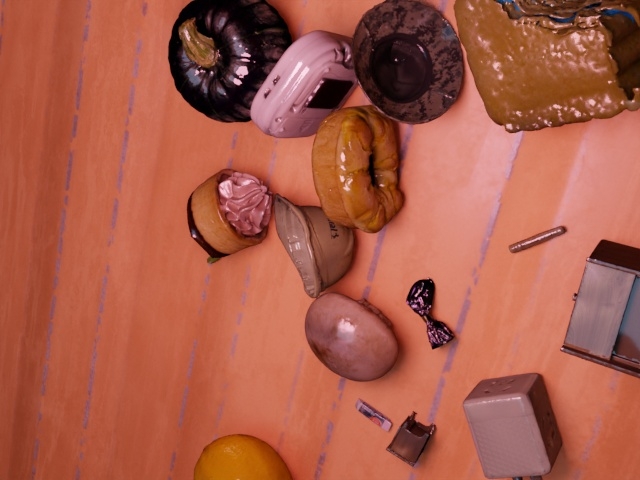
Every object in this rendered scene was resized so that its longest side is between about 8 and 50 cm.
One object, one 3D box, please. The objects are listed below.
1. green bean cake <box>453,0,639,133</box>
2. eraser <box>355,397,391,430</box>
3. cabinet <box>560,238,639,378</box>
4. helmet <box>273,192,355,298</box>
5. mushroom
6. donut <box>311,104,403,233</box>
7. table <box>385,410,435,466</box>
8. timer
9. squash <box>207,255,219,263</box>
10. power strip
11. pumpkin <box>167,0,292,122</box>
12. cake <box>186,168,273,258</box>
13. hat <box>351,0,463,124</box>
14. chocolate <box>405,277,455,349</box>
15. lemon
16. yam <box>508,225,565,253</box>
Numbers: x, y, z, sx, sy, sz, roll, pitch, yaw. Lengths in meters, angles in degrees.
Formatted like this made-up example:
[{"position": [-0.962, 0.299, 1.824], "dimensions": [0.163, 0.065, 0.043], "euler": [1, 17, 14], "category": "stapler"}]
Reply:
[{"position": [0.414, -0.358, 1.132], "dimensions": [0.310, 0.202, 0.285], "euler": [6, 125, 50], "category": "green bean cake"}, {"position": [0.123, 0.409, 1.560], "dimensions": [0.099, 0.019, 0.027], "euler": [31, 112, 20], "category": "eraser"}, {"position": [0.527, 0.110, 1.172], "dimensions": [0.148, 0.215, 0.175], "euler": [17, 107, 25], "category": "cabinet"}, {"position": [0.002, -0.004, 1.492], "dimensions": [0.204, 0.137, 0.257], "euler": [95, 153, -53], "category": "helmet"}, {"position": [0.071, 0.204, 1.469], "dimensions": [0.226, 0.178, 0.226], "euler": [25, 152, 14], "category": "mushroom"}, {"position": [0.074, -0.145, 1.373], "dimensions": [0.128, 0.208, 0.261], "euler": [3, 111, 34], "category": "donut"}, {"position": [0.204, 0.438, 1.486], "dimensions": [0.070, 0.083, 0.082], "euler": [28, 104, 19], "category": "table"}, {"position": [-0.018, -0.313, 1.371], "dimensions": [0.087, 0.262, 0.237], "euler": [48, 117, 13], "category": "timer"}, {"position": [-0.262, 0.035, 1.705], "dimensions": [0.089, 0.027, 0.027], "euler": [-41, 79, 30], "category": "squash"}, {"position": [0.396, 0.398, 1.339], "dimensions": [0.139, 0.140, 0.224], "euler": [-17, 91, 29], "category": "power strip"}, {"position": [-0.212, -0.401, 1.459], "dimensions": [0.295, 0.296, 0.296], "euler": [5, 101, 28], "category": "pumpkin"}, {"position": [-0.186, -0.069, 1.549], "dimensions": [0.178, 0.185, 0.208], "euler": [-13, 70, 34], "category": "cake"}, {"position": [0.154, -0.338, 1.344], "dimensions": [0.265, 0.265, 0.128], "euler": [65, 157, 4], "category": "hat"}, {"position": [0.234, 0.159, 1.438], "dimensions": [0.147, 0.072, 0.070], "euler": [66, 161, 13], "category": "chocolate"}, {"position": [-0.189, 0.608, 1.646], "dimensions": [0.236, 0.236, 0.263], "euler": [-38, 65, 28], "category": "lemon"}, {"position": [0.428, -0.002, 1.319], "dimensions": [0.116, 0.021, 0.021], "euler": [-25, 86, 31], "category": "yam"}]
